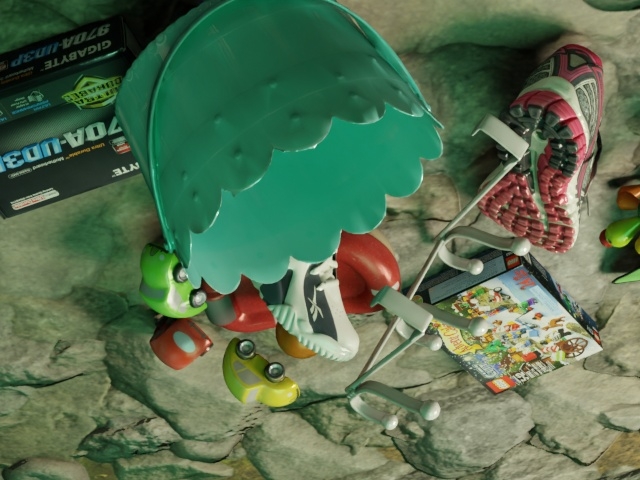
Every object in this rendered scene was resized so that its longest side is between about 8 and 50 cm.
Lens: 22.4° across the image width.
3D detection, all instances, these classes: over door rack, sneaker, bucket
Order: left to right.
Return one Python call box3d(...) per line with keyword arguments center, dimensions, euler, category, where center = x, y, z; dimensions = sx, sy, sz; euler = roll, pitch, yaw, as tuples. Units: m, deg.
box3d(center=(-0.046, -0.102, 1.504), dimensions=(0.281, 0.183, 0.281), euler=(-29, 160, -12), category="bucket")
box3d(center=(0.000, 0.000, 1.706), dimensions=(0.153, 0.235, 0.094), euler=(-40, 161, 18), category="sneaker")
box3d(center=(0.134, 0.054, 1.687), dimensions=(0.108, 0.239, 0.324), euler=(28, 156, 7), category="over door rack")
box3d(center=(0.248, -0.086, 1.718), dimensions=(0.121, 0.112, 0.299), euler=(28, 154, 11), category="sneaker")

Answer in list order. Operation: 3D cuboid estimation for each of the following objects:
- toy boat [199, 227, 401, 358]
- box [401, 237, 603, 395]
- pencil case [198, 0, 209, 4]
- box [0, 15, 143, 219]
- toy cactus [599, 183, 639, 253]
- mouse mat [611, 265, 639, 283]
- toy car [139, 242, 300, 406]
box3d(center=(-0.023, 0.065, 1.815), dimensions=(0.231, 0.151, 0.151), euler=(-12, 142, 4), category="toy boat")
box3d(center=(0.227, 0.099, 1.993), dimensions=(0.159, 0.044, 0.233), euler=(-27, 139, 21), category="box")
box3d(center=(-0.116, -0.266, 1.443), dimensions=(0.064, 0.070, 0.151), euler=(-23, 139, 18), category="pencil case")
box3d(center=(-0.260, -0.119, 1.615), dimensions=(0.220, 0.051, 0.175), euler=(-17, 141, 10), category="box")
box3d(center=(0.410, -0.049, 1.761), dimensions=(0.219, 0.112, 0.180), euler=(-20, 173, 4), category="toy cactus")
box3d(center=(0.442, 0.023, 1.897), dimensions=(0.153, 0.007, 0.189), euler=(-7, 169, -13), category="mouse mat")
box3d(center=(-0.149, 0.094, 1.811), dimensions=(0.239, 0.053, 0.225), euler=(20, 150, 42), category="toy car")
